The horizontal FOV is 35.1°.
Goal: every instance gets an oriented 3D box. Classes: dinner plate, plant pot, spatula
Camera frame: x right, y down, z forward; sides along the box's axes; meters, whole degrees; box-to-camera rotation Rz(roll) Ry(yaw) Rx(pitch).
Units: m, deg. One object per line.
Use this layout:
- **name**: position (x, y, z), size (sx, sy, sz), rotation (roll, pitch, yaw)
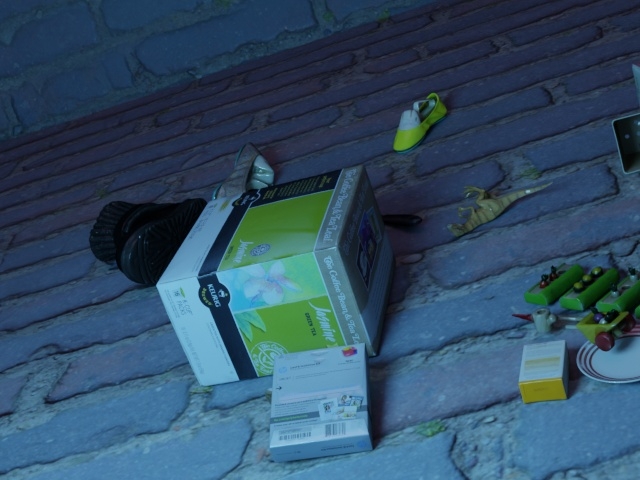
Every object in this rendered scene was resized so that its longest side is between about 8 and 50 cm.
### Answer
- **dinner plate**: position (0.429, 0.161, 1.408), size (0.141, 0.017, 0.141), rotation (-16, 24, 7)
- **plant pot**: position (0.623, -0.201, 1.955), size (0.109, 0.109, 0.096), rotation (-14, 11, 12)
- **spatula**: position (0.119, -0.058, 2.118), size (0.084, 0.030, 0.296), rotation (-29, 24, -26)

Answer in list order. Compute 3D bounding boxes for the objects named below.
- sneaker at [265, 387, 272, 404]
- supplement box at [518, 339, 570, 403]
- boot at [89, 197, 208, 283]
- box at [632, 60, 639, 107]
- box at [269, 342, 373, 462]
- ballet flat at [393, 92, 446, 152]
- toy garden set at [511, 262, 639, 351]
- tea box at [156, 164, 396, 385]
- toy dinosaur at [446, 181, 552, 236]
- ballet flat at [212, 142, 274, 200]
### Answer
- **sneaker**: position (-0.026, 0.238, 1.563), size (0.118, 0.042, 0.067), rotation (11, 41, 37)
- **supplement box**: position (0.316, 0.184, 1.421), size (0.062, 0.036, 0.098), rotation (-10, 25, 22)
- **boot**: position (-0.428, 0.002, 2.284), size (0.260, 0.131, 0.348), rotation (-1, 18, 23)
- **box**: position (0.770, -0.319, 2.030), size (0.232, 0.127, 0.149), rotation (-18, 23, 1)
- **box**: position (0.001, 0.235, 1.487), size (0.145, 0.038, 0.186), rotation (-9, 38, 7)
- **ballet flat**: position (0.238, -0.297, 2.495), size (0.077, 0.077, 0.231), rotation (1, 31, 38)
- **toy garden set**: position (0.405, 0.084, 1.527), size (0.203, 0.049, 0.244), rotation (-31, 23, -34)
- **tea box**: position (-0.061, 0.056, 1.771), size (0.323, 0.220, 0.329), rotation (-13, 24, 18)
- **toy dinosaur**: position (0.336, -0.068, 1.957), size (0.211, 0.064, 0.112), rotation (-31, 42, -3)
- **ballet flat**: position (-0.173, -0.143, 2.481), size (0.106, 0.108, 0.316), rotation (7, 34, 10)
